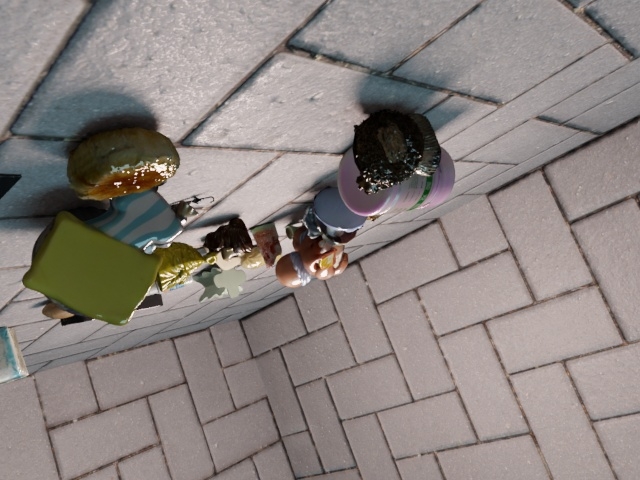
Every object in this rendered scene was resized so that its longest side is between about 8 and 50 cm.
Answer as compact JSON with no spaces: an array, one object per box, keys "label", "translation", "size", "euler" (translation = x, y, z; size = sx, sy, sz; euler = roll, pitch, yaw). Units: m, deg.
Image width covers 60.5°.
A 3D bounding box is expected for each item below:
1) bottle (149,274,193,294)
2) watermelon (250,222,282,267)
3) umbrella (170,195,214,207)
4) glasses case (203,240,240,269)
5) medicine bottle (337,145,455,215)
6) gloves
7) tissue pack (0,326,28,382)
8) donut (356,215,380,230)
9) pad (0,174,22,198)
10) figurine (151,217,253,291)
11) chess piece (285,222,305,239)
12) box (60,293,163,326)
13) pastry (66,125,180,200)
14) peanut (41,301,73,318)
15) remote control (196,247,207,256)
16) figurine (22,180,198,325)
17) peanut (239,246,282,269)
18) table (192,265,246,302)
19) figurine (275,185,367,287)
[{"label":"bottle","translation":[-0.624,0.179,2.201],"size":[0.217,0.060,0.060],"euler":[-15,168,-21]},{"label":"watermelon","translation":[-0.193,0.002,1.992],"size":[0.098,0.158,0.121],"euler":[-21,142,1]},{"label":"umbrella","translation":[-0.357,-0.101,1.461],"size":[0.149,0.022,0.022],"euler":[-10,-156,-13]},{"label":"glasses case","translation":[-0.347,0.042,1.945],"size":[0.083,0.050,0.196],"euler":[-28,152,-3]},{"label":"medicine bottle","translation":[0.228,-0.188,1.627],"size":[0.325,0.212,0.212],"euler":[-9,164,-45]},{"label":"gloves","translation":[0.176,-0.223,1.372],"size":[0.135,0.210,0.312],"euler":[0,-174,44]},{"label":"tissue pack","translation":[-1.233,0.446,1.984],"size":[0.271,0.201,0.124],"euler":[-19,166,-19]},{"label":"donut","translation":[0.139,-0.104,2.069],"size":[0.217,0.141,0.085],"euler":[-29,-173,-23]},{"label":"pad","translation":[-0.760,-0.041,1.024],"size":[0.368,0.007,0.248],"euler":[-28,167,34]},{"label":"figurine","translation":[-0.366,0.044,1.733],"size":[0.315,0.168,0.187],"euler":[-15,158,-21]},{"label":"chess piece","translation":[-0.064,-0.052,2.162],"size":[0.149,0.059,0.059],"euler":[-23,171,-32]},{"label":"box","translation":[-0.824,0.272,2.177],"size":[0.211,0.058,0.350],"euler":[-12,179,42]},{"label":"pastry","translation":[-0.365,-0.145,1.025],"size":[0.193,0.093,0.182],"euler":[-23,171,32]},{"label":"peanut","translation":[-0.893,0.233,1.916],"size":[0.152,0.076,0.076],"euler":[-15,169,-5]},{"label":"remote control","translation":[-0.405,0.050,2.016],"size":[0.244,0.047,0.087],"euler":[-14,169,-27]},{"label":"figurine","translation":[-0.501,-0.013,1.310],"size":[0.361,0.266,0.378],"euler":[-45,-154,-9]},{"label":"peanut","translation":[-0.244,0.067,2.280],"size":[0.214,0.099,0.099],"euler":[-7,162,-46]},{"label":"table","translation":[-0.438,0.183,2.343],"size":[0.167,0.166,0.198],"euler":[-10,172,-46]},{"label":"figurine","translation":[0.000,0.001,1.918],"size":[0.276,0.248,0.388],"euler":[-58,170,-37]}]
